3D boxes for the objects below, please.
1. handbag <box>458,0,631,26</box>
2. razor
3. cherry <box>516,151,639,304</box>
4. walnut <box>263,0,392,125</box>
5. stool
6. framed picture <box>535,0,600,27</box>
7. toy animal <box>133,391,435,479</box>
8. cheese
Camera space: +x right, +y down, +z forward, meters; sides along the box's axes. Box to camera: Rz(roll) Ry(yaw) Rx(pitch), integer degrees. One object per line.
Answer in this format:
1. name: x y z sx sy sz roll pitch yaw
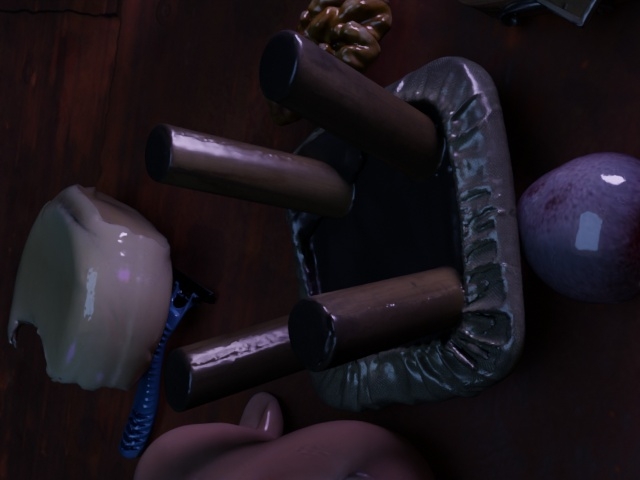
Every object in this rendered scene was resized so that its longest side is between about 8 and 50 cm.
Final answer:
1. handbag: 0.208 -0.273 0.801 0.193 0.072 0.151 5 92 37
2. razor: -0.207 0.162 1.129 0.082 0.042 0.253 30 107 34
3. cherry: 0.236 -0.041 0.756 0.148 0.115 0.188 -169 92 -77
4. walnut: -0.002 -0.200 0.935 0.170 0.069 0.143 -41 32 24
5. stool: 0.000 0.000 0.816 0.310 0.226 0.310 -25 67 51
6. framed picture: 0.194 -0.262 0.760 0.149 0.011 0.109 42 113 32
7. toy animal: -0.043 0.273 0.894 0.326 0.269 0.237 -9 82 5
8. cheese: -0.290 0.060 1.119 0.266 0.127 0.233 39 110 49
